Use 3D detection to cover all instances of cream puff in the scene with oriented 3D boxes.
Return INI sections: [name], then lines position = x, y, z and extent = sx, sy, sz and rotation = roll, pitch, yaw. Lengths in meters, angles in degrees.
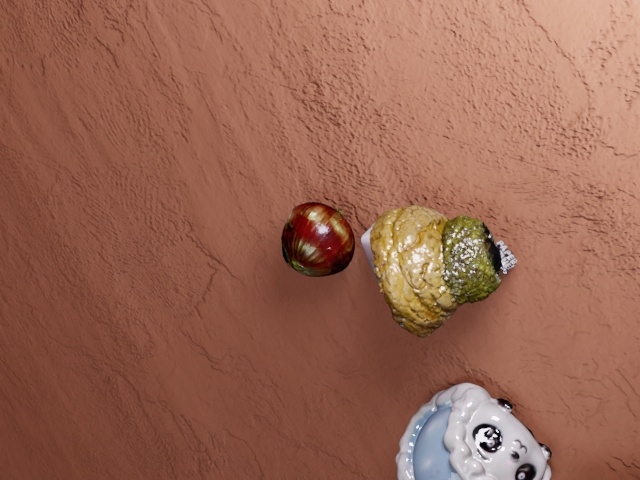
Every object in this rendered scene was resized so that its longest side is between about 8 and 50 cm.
[cream puff]
position = 0.175, 0.029, 1.900
extent = 0.169, 0.183, 0.183
rotation = -16, 114, 19

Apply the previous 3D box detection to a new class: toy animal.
[toy animal]
position = 0.227, 0.338, 2.087
extent = 0.208, 0.156, 0.204
rotation = 49, 141, -11

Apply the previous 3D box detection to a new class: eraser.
[eraser]
position = 0.099, 0.025, 2.001
extent = 0.026, 0.065, 0.105
rotation = -5, 120, 39

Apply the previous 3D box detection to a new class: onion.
[onion]
position = 0.000, 0.000, 2.033
extent = 0.118, 0.118, 0.117
rotation = 22, 166, 23
